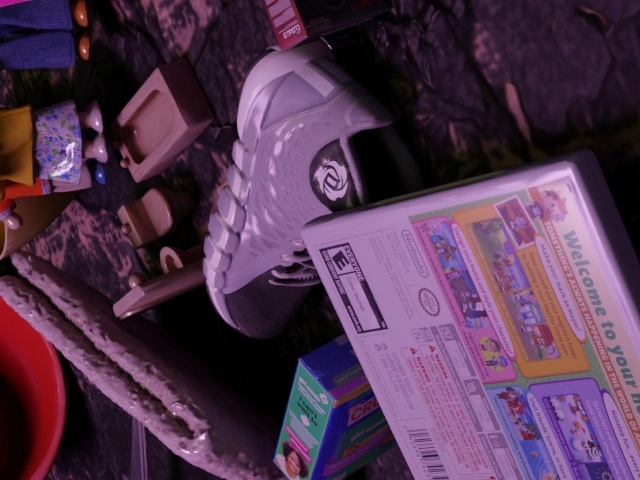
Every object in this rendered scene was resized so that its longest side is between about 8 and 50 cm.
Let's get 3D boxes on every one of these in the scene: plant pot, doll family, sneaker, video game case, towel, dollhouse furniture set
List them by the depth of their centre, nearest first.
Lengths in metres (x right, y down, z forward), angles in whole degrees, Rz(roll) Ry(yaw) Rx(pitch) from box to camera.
[{"bbox_3d":[0.102,0.068,0.721,0.193,0.023,0.212,-13,106,46],"label":"video game case"},{"bbox_3d":[0.000,0.000,0.831,0.132,0.086,0.229,40,138,33],"label":"sneaker"},{"bbox_3d":[-0.129,-0.030,0.962,0.151,0.123,0.144,63,148,5],"label":"dollhouse furniture set"},{"bbox_3d":[-0.112,0.110,0.999,0.282,0.049,0.187,33,178,42],"label":"towel"},{"bbox_3d":[-0.251,-0.122,1.004,0.118,0.163,0.263,-132,35,-68],"label":"doll family"},{"bbox_3d":[-0.262,-0.061,1.168,0.134,0.095,0.134,33,135,41],"label":"plant pot"},{"bbox_3d":[-0.410,0.191,1.423,0.275,0.275,0.243,61,158,9],"label":"plant pot"}]

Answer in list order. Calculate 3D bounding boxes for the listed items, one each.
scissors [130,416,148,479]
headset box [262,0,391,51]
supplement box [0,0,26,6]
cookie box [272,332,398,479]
[{"bbox_3d":[-0.157,0.259,1.225,0.109,0.021,0.297,53,144,27],"label":"scissors"},{"bbox_3d":[-0.003,-0.148,0.756,0.032,0.062,0.083,-19,93,59],"label":"headset box"},{"bbox_3d":[-0.143,-0.224,0.869,0.220,0.114,0.111,6,116,53],"label":"supplement box"},{"bbox_3d":[0.022,0.102,0.854,0.040,0.092,0.107,44,142,28],"label":"cookie box"}]
